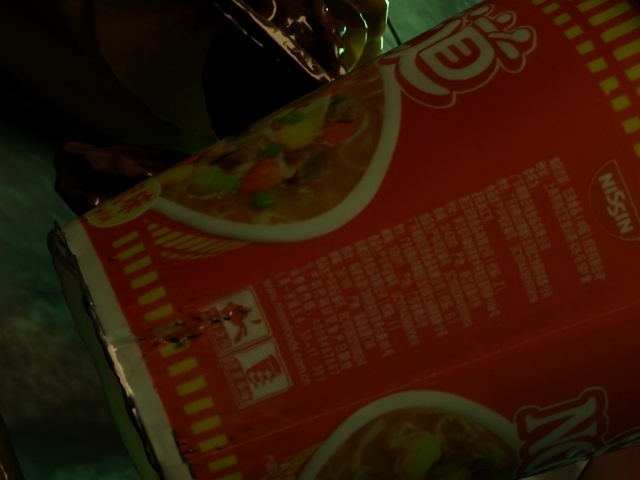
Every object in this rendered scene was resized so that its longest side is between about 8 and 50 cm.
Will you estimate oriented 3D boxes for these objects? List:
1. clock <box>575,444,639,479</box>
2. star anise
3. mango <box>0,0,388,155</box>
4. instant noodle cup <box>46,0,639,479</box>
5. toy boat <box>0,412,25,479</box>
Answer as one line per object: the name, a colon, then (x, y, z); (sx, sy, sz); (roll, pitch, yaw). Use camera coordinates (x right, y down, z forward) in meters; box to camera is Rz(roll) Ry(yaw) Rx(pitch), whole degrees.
clock: (0.085, 0.156, 0.717); (0.061, 0.155, 0.113); (34, 30, 7)
star anise: (0.000, 0.000, 0.810); (0.220, 0.190, 0.126); (18, 13, -35)
mango: (-0.097, -0.126, 0.882); (0.236, 0.136, 0.166); (16, 28, -35)
instant noodle cup: (0.026, 0.014, 0.664); (0.193, 0.212, 0.193); (158, -90, -81)
toy boat: (-0.102, 0.095, 0.610); (0.318, 0.099, 0.141); (64, 5, 19)
